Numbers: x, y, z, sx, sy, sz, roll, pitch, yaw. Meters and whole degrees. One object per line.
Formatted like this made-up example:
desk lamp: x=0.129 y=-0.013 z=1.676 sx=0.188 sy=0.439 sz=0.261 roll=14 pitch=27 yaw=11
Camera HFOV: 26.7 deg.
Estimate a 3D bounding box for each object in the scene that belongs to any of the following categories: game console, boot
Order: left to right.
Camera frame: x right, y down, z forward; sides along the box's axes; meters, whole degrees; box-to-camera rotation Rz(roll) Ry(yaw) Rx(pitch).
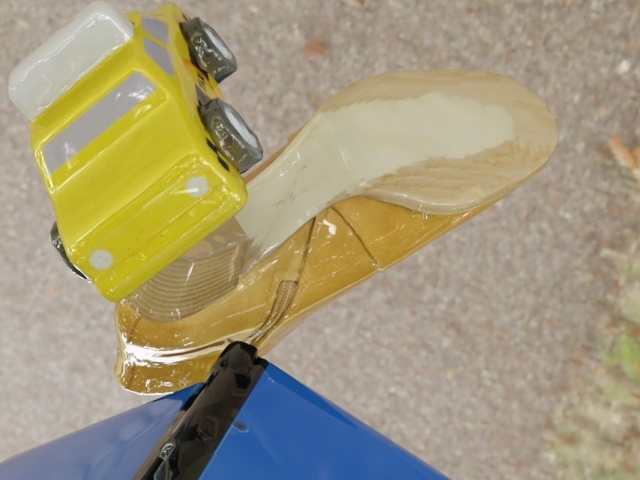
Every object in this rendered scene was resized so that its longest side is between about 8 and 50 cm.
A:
game console: x=-0.078 y=0.187 z=0.602 sx=0.250 sy=0.293 sz=0.173 roll=33 pitch=116 yaw=0
boot: x=0.000 y=0.001 z=0.889 sx=0.104 sy=0.295 sz=0.211 roll=62 pitch=159 yaw=21

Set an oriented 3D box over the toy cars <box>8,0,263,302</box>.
toy cars: x=-0.056 y=-0.144 z=0.686 sx=0.176 sy=0.393 sz=0.087 roll=-7 pitch=136 yaw=44
